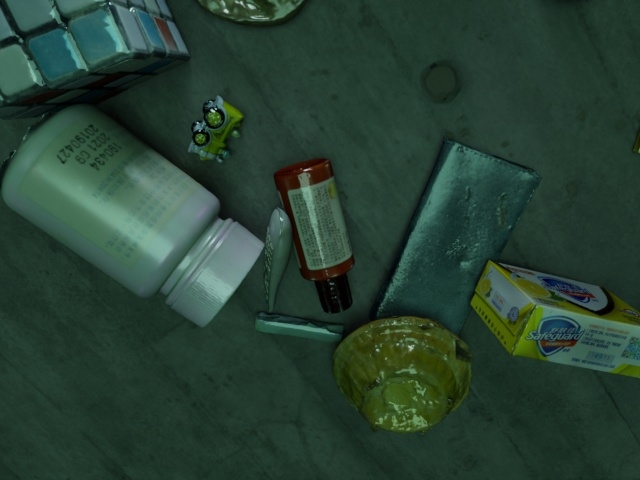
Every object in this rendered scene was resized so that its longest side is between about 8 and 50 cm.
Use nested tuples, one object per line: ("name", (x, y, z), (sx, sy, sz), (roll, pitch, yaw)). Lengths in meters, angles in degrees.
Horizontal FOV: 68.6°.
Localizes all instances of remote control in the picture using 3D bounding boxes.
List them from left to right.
("remote control", (-0.077, 0.037, 0.840), (0.044, 0.073, 0.229), (-5, 136, -16))

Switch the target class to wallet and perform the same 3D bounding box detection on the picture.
("wallet", (0.240, 0.018, 0.875), (0.190, 0.046, 0.379), (19, 107, -5))

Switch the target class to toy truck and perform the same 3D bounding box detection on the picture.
("toy truck", (-0.180, -0.186, 0.813), (0.077, 0.076, 0.111), (26, 109, -27))

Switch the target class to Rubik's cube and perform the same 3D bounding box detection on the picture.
("Rubik's cube", (-0.381, -0.338, 0.670), (0.256, 0.253, 0.259), (-20, 107, 7))

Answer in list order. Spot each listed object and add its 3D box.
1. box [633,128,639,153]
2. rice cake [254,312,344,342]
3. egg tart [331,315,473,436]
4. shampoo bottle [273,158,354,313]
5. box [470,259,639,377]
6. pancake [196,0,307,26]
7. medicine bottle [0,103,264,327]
("box", (0.595, -0.219, 0.800), (0.073, 0.020, 0.149), (6, 108, 0))
("rice cake", (-0.042, 0.172, 0.940), (0.180, 0.030, 0.042), (9, 121, -2))
("egg tart", (0.160, 0.272, 0.901), (0.290, 0.115, 0.290), (1, 121, 2))
("shampoo bottle", (0.000, 0.000, 0.845), (0.104, 0.104, 0.278), (-13, 107, 6))
("box", (0.424, 0.135, 0.826), (0.265, 0.168, 0.097), (13, 111, -12))
("pancake", (-0.116, -0.490, 0.719), (0.294, 0.049, 0.294), (1, 110, 2))
("medicine bottle", (-0.299, -0.035, 0.786), (0.378, 0.213, 0.213), (38, 105, -10))
